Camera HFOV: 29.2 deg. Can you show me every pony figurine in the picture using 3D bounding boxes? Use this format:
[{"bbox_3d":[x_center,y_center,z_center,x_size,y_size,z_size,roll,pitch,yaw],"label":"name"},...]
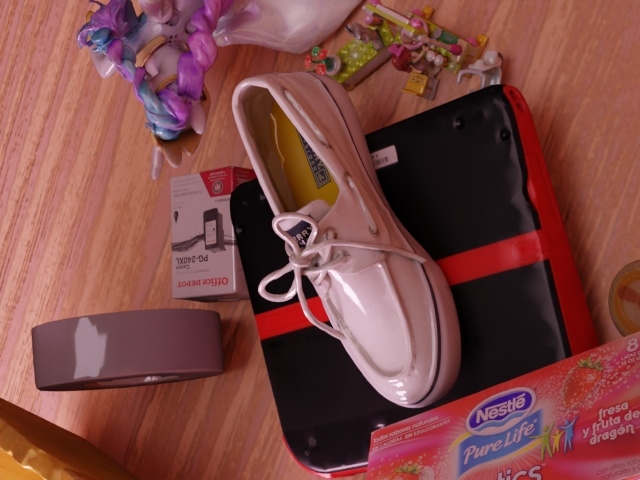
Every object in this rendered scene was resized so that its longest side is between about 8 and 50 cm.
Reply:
[{"bbox_3d":[-0.143,-0.283,1.396,0.351,0.303,0.363,-58,33,20],"label":"pony figurine"}]

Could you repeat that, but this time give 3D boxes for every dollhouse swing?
[{"bbox_3d":[-0.338,0.390,1.437,0.347,0.315,0.305,22,79,50],"label":"dollhouse swing"}]

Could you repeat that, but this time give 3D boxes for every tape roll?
[{"bbox_3d":[-0.223,0.129,1.432,0.219,0.219,0.072,-14,78,39],"label":"tape roll"}]

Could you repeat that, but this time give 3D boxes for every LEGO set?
[{"bbox_3d":[0.055,-0.193,1.299,0.287,0.107,0.132,8,91,40],"label":"LEGO set"}]

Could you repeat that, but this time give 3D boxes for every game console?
[{"bbox_3d":[0.084,0.058,1.260,0.386,0.060,0.342,-19,81,37],"label":"game console"}]

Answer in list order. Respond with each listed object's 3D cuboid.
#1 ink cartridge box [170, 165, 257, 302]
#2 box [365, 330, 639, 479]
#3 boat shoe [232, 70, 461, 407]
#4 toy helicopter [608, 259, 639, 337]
[{"bbox_3d":[-0.119,-0.005,1.458,0.109,0.063,0.150,-8,81,39],"label":"ink cartridge box"},{"bbox_3d":[0.196,0.218,1.075,0.300,0.154,0.142,-27,35,33],"label":"box"},{"bbox_3d":[0.005,-0.005,1.181,0.136,0.156,0.367,-31,73,36],"label":"boat shoe"},{"bbox_3d":[0.392,0.049,1.006,0.355,0.140,0.235,-15,85,49],"label":"toy helicopter"}]
